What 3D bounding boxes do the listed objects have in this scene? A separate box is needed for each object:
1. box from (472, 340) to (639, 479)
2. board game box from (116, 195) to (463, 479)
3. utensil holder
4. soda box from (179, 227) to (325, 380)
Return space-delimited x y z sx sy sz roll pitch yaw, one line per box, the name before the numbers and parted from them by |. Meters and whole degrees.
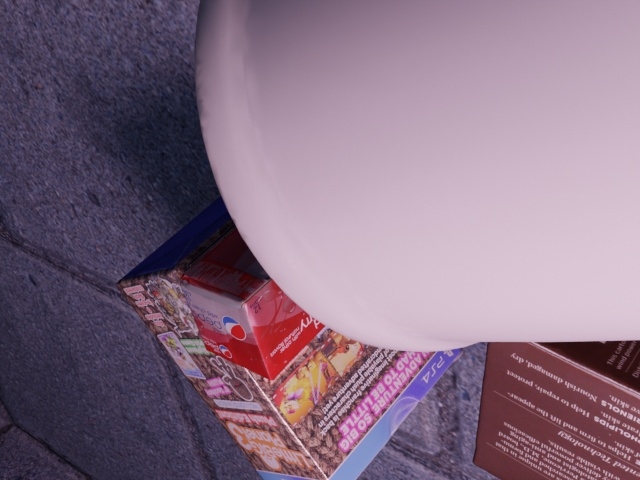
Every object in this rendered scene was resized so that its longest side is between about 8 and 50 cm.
box | 0.244 0.115 0.722 0.167 0.168 0.203 25 142 28
board game box | -0.025 0.084 0.935 0.141 0.232 0.291 -13 115 54
utensil holder | 0.178 -0.109 0.425 0.385 0.327 0.327 -8 119 49
soda box | 0.000 0.000 0.786 0.083 0.263 0.092 18 137 38
